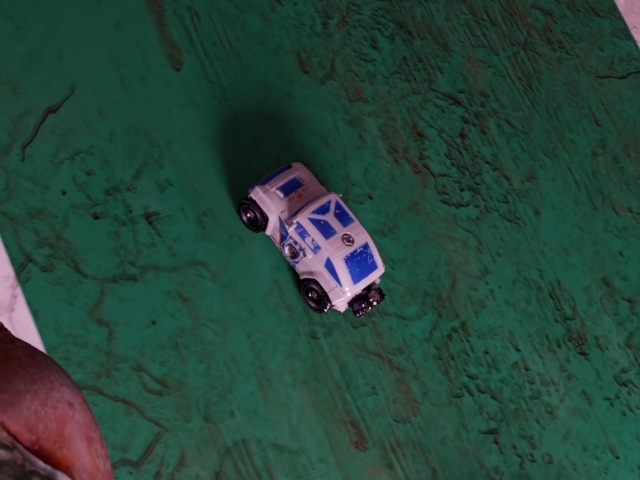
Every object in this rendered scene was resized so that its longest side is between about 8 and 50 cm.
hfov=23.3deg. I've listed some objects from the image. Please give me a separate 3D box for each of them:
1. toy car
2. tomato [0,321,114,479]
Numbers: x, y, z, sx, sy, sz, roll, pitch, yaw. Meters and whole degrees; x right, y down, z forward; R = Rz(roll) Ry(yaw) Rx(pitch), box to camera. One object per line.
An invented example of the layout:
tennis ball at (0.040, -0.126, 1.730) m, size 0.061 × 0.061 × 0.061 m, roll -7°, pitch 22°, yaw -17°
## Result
toy car at (0.000, 0.000, 1.524) m, size 0.080 × 0.070 × 0.170 m, roll -34°, pitch 82°, yaw -37°
tomato at (-0.304, 0.201, 1.121) m, size 0.317 × 0.282 × 0.316 m, roll 16°, pitch 52°, yaw -21°
